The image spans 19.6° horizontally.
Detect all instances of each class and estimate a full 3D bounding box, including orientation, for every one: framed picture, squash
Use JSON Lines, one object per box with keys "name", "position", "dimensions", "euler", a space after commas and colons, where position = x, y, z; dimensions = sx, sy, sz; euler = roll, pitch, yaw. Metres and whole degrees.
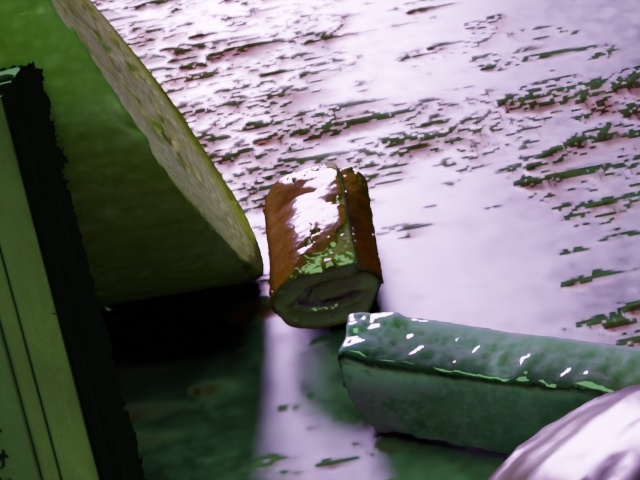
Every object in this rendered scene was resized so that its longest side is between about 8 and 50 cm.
{"name": "framed picture", "position": [-0.164, 0.055, 0.618], "dimensions": [0.199, 0.195, 0.010], "euler": [-15, -4, -5]}
{"name": "squash", "position": [-0.112, -0.076, 0.737], "dimensions": [0.133, 0.220, 0.220], "euler": [-12, 34, 6]}

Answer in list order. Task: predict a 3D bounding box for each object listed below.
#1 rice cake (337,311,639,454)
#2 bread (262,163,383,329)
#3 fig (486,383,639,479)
{"name": "rice cake", "position": [0.106, 0.056, 0.639], "dimensions": [0.210, 0.043, 0.034], "euler": [6, 42, 24]}
{"name": "bread", "position": [0.000, 0.000, 0.756], "dimensions": [0.047, 0.036, 0.083], "euler": [-11, 32, 2]}
{"name": "fig", "position": [0.164, 0.121, 0.428], "dimensions": [0.320, 0.217, 0.217], "euler": [-10, 28, -35]}
